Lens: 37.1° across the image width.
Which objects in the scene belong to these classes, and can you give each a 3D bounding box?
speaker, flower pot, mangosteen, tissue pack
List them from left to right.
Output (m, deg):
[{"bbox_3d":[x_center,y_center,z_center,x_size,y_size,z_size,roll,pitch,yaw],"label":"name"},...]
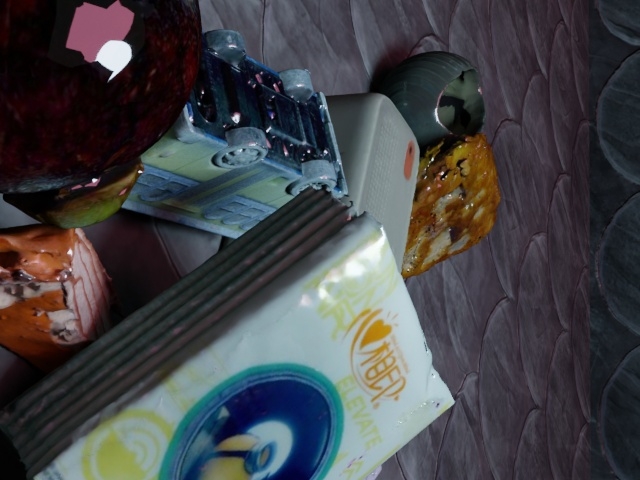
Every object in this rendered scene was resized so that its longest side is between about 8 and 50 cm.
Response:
[{"bbox_3d":[-0.255,-0.162,0.781,0.300,0.300,0.300,12,76,-59],"label":"mangosteen"},{"bbox_3d":[-0.078,0.167,0.955,0.388,0.162,0.287,-36,130,-15],"label":"tissue pack"},{"bbox_3d":[0.000,0.000,1.266,0.183,0.184,0.406,44,50,-48],"label":"speaker"},{"bbox_3d":[0.193,-0.232,1.659,0.243,0.157,0.189,-34,117,-57],"label":"flower pot"}]

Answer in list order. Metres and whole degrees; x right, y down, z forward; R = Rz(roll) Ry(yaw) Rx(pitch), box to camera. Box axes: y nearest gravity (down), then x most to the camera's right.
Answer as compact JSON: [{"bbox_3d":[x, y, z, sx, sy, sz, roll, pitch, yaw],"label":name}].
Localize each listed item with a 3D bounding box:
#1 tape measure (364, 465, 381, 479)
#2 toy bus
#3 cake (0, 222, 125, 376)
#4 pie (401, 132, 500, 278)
[{"bbox_3d":[0.016,0.294,1.336,0.178,0.105,0.196,-49,129,-50],"label":"tape measure"},{"bbox_3d":[-0.121,-0.115,1.059,0.312,0.190,0.152,17,56,-58],"label":"toy bus"},{"bbox_3d":[-0.247,0.061,0.915,0.287,0.135,0.098,53,28,-56],"label":"cake"},{"bbox_3d":[0.190,-0.055,1.591,0.308,0.085,0.308,-30,146,-23],"label":"pie"}]
